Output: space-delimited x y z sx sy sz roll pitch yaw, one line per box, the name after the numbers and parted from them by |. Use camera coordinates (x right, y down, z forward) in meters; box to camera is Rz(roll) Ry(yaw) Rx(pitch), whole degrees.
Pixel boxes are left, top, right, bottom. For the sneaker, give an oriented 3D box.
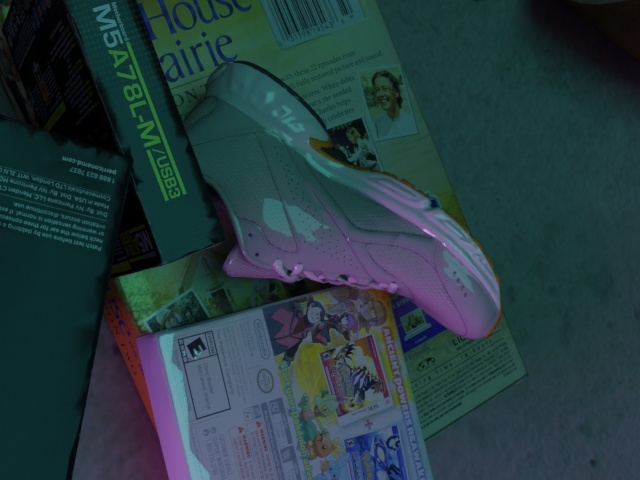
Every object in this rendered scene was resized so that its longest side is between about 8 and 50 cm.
0.000 0.000 0.735 0.262 0.099 0.121 37 74 6 | sneaker

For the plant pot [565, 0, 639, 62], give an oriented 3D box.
0.380 -0.240 1.028 0.254 0.237 0.237 41 63 -34 | plant pot

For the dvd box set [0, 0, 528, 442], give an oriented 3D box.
-0.035 -0.018 0.823 0.307 0.062 0.421 -26 96 -31 | dvd box set

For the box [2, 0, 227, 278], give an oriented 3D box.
-0.130 -0.070 0.632 0.045 0.190 0.184 -24 94 -22 | box

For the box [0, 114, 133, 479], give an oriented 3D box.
-0.208 0.052 0.592 0.103 0.261 0.184 18 73 -27 | box

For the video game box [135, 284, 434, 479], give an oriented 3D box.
-0.016 0.142 0.746 0.187 0.048 0.205 -12 89 -29 | video game box
